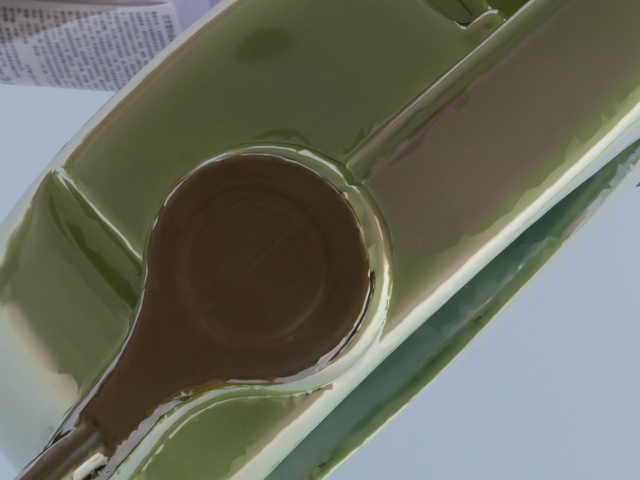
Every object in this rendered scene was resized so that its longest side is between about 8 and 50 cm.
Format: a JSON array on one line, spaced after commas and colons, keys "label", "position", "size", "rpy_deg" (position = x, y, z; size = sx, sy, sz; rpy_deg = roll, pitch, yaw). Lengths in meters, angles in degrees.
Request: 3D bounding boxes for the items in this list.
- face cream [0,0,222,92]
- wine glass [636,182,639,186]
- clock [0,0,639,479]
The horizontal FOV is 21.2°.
[{"label": "face cream", "position": [-0.167, -0.147, 1.120], "size": [0.274, 0.154, 0.096], "rpy_deg": [8, -119, 13]}, {"label": "wine glass", "position": [0.241, -0.121, 1.447], "size": [0.073, 0.073, 0.155], "rpy_deg": [-45, -60, -10]}, {"label": "clock", "position": [0.000, 0.000, 0.601], "size": [0.348, 0.286, 0.117], "rpy_deg": [-39, -100, -22]}]
